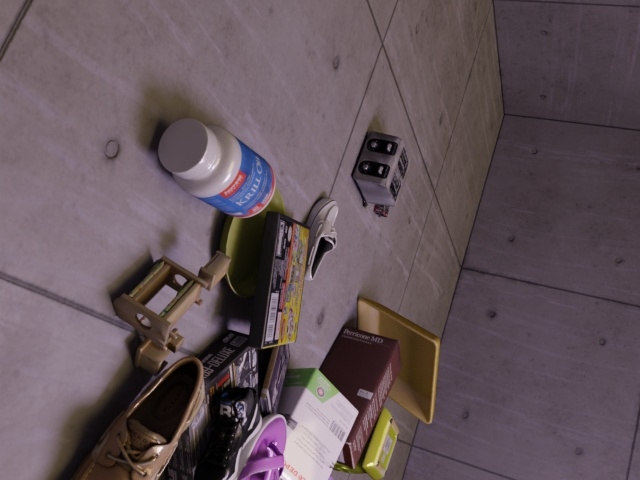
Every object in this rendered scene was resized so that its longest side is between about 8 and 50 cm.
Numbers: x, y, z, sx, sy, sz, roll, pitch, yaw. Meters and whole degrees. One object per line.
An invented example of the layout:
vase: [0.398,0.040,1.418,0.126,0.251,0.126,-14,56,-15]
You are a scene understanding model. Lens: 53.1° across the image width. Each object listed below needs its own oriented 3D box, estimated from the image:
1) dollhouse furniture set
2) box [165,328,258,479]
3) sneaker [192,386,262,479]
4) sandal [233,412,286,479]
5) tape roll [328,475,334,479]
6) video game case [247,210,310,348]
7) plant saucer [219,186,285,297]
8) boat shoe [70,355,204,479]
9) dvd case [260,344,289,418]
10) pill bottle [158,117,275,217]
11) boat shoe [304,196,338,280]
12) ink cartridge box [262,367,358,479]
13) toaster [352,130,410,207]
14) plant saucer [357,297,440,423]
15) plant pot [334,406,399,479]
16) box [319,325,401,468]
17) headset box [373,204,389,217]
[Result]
dollhouse furniture set: [-0.258,0.107,1.094,0.182,0.101,0.161,-52,171,-46]
box: [-0.215,0.375,1.302,0.242,0.077,0.307,-41,137,-54]
sneaker: [-0.183,0.356,1.187,0.217,0.079,0.121,-57,146,-54]
sandal: [-0.134,0.509,1.283,0.416,0.102,0.169,-45,139,-61]
tape roll: [-0.053,0.817,1.886,0.275,0.090,0.274,-41,138,-53]
video game case: [-0.084,0.089,1.381,0.248,0.035,0.274,23,74,-75]
plant saucer: [-0.144,-0.003,1.324,0.241,0.037,0.240,-45,141,-52]
boat shoe: [-0.294,0.325,1.004,0.341,0.122,0.110,-61,178,-41]
dvd case: [-0.105,0.318,1.510,0.164,0.018,0.221,89,10,-46]
pill bottle: [-0.174,-0.122,1.085,0.221,0.124,0.124,29,74,-66]
boat shoe: [0.000,0.000,1.594,0.258,0.084,0.095,-63,153,-30]
ink cartridge box: [-0.047,0.488,1.604,0.198,0.115,0.273,51,50,-24]
toaster: [0.181,-0.199,1.877,0.168,0.110,0.185,-68,156,-18]
plant saucer: [0.259,0.368,2.056,0.081,0.333,0.332,-25,127,-34]
plant pot: [0.123,0.626,2.044,0.227,0.207,0.228,-66,153,-25]
box: [0.085,0.448,1.884,0.381,0.191,0.143,-56,149,-42]
headset box: [0.201,-0.115,2.065,0.062,0.032,0.083,25,79,-66]
